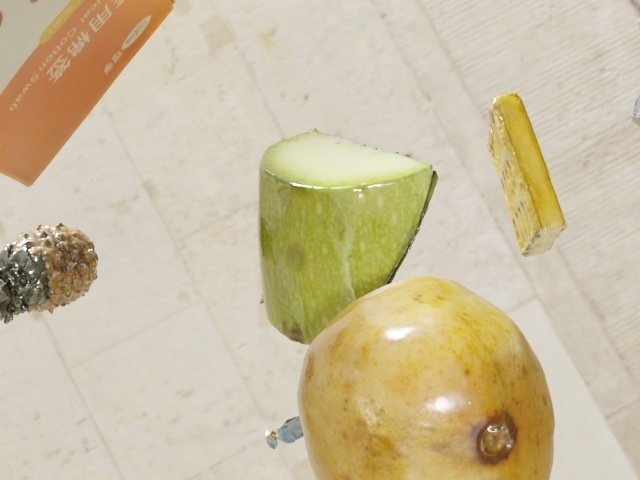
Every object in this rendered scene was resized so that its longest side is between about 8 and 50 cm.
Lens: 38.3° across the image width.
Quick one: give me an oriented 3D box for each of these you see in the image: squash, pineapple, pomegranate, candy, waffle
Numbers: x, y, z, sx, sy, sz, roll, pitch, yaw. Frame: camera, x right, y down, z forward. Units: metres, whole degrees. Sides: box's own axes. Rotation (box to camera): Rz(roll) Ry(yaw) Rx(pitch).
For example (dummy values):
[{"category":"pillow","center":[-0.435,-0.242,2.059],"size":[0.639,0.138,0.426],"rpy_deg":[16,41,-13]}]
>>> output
[{"category":"squash","center":[-0.016,-0.011,0.777],"size":[0.085,0.184,0.192],"rpy_deg":[24,179,-38]},{"category":"pineapple","center":[-0.324,0.039,1.027],"size":[0.108,0.108,0.197],"rpy_deg":[63,-167,-4]},{"category":"pomegranate","center":[0.064,0.118,0.628],"size":[0.196,0.196,0.196],"rpy_deg":[62,176,8]},{"category":"candy","center":[-0.019,0.180,0.915],"size":[0.030,0.083,0.020],"rpy_deg":[64,-172,-3]},{"category":"waffle","center":[0.321,-0.097,1.463],"size":[0.248,0.055,0.221],"rpy_deg":[46,-152,-77]}]

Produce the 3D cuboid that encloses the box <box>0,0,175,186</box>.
[{"category":"box","center":[-0.259,-0.190,0.698],"size":[0.143,0.225,0.341],"rpy_deg":[37,177,7]}]

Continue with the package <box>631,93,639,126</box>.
[{"category":"package","center":[0.585,-0.213,1.487],"size":[0.173,0.027,0.171],"rpy_deg":[50,148,33]}]
